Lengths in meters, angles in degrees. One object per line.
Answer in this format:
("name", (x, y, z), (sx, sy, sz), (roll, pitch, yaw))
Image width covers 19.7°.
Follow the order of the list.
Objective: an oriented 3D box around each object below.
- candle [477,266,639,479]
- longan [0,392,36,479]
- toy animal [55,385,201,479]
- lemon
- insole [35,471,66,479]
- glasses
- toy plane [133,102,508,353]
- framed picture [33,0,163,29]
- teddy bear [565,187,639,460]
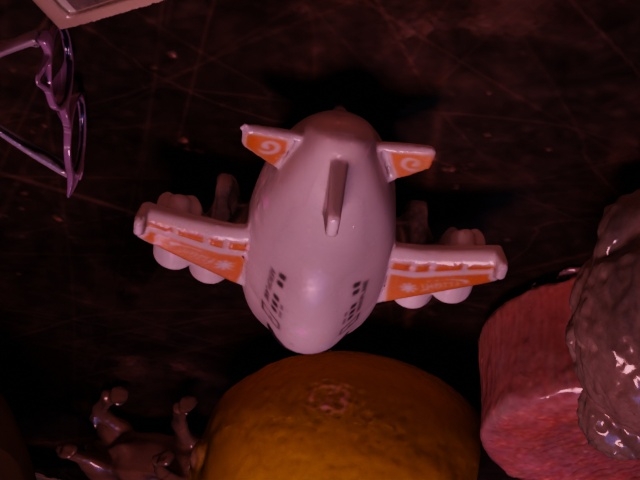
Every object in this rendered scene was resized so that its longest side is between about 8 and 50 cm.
("candle", (0.283, 0.139, 1.375), (0.287, 0.131, 0.317), (-17, 143, 27))
("longan", (-0.362, 0.194, 1.424), (0.297, 0.297, 0.297), (4, 148, 2))
("toy animal", (-0.101, 0.190, 1.558), (0.214, 0.094, 0.186), (6, 151, 22))
("lemon", (0.004, 0.200, 1.413), (0.219, 0.240, 0.240), (16, 148, 1))
("insole", (-0.235, 0.213, 1.627), (0.188, 0.004, 0.064), (9, 165, 30))
("glasses", (-0.204, -0.088, 1.145), (0.104, 0.062, 0.140), (5, 147, 4))
("toy plane", (0.000, 0.000, 1.203), (0.245, 0.117, 0.244), (3, 148, 2))
("framed picture", (-0.087, -0.205, 0.982), (0.260, 0.023, 0.189), (-12, 141, 27))
("teddy bear", (0.297, 0.053, 1.197), (0.267, 0.236, 0.151), (0, -167, -13))
